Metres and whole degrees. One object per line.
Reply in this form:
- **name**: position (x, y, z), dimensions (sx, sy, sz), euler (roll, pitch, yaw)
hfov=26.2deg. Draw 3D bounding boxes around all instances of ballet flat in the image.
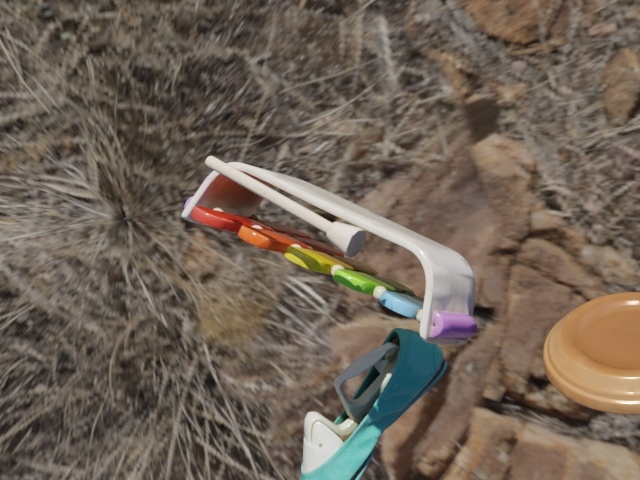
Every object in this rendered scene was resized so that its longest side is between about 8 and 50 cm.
- **ballet flat**: position (0.033, 0.194, 1.497), dimensions (0.087, 0.083, 0.247), euler (40, 84, -15)

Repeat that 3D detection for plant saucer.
- **plant saucer**: position (0.347, 0.117, 1.532), dimensions (0.200, 0.200, 0.037), euler (-16, 122, -8)

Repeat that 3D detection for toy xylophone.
- **toy xylophone**: position (0.000, 0.000, 1.352), dimensions (0.322, 0.236, 0.081), euler (27, 97, 35)
